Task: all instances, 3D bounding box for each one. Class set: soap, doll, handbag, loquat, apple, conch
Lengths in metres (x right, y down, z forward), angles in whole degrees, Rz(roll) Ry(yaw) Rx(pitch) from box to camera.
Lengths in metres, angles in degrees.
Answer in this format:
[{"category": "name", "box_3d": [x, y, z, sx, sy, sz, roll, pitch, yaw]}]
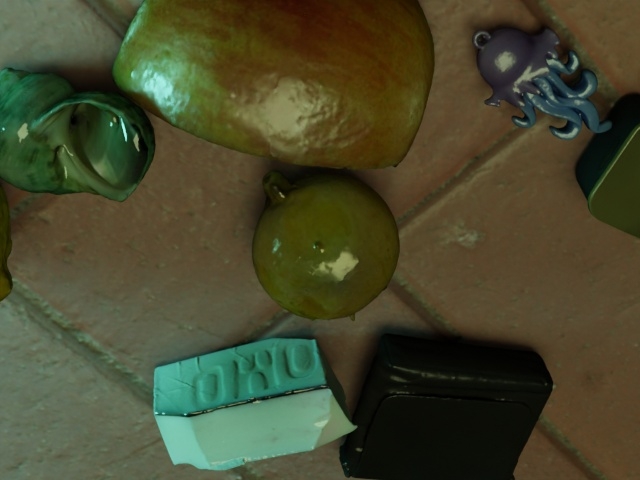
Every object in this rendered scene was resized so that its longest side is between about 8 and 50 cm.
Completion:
[{"category": "soap", "box_3d": [-0.083, 0.194, 1.605, 0.230, 0.145, 0.091, -15, 121, 1]}, {"category": "doll", "box_3d": [0.249, -0.176, 1.473, 0.206, 0.067, 0.110, 34, 100, -22]}, {"category": "handbag", "box_3d": [0.161, 0.226, 1.699, 0.247, 0.080, 0.223, 8, 126, -14]}, {"category": "loquat", "box_3d": [0.000, 0.000, 1.500, 0.172, 0.149, 0.204, -35, 107, 18]}, {"category": "apple", "box_3d": [-0.040, -0.195, 1.393, 0.346, 0.254, 0.179, 9, 159, -13]}, {"category": "conch", "box_3d": [-0.270, -0.114, 1.404, 0.188, 0.122, 0.176, 18, 151, -6]}]

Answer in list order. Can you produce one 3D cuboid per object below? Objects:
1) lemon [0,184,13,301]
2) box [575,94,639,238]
[{"category": "lemon", "box_3d": [-0.480, -0.006, 1.375, 0.322, 0.268, 0.268, 21, 116, -18]}, {"category": "box", "box_3d": [0.413, -0.075, 1.539, 0.201, 0.090, 0.144, 21, 116, -18]}]
